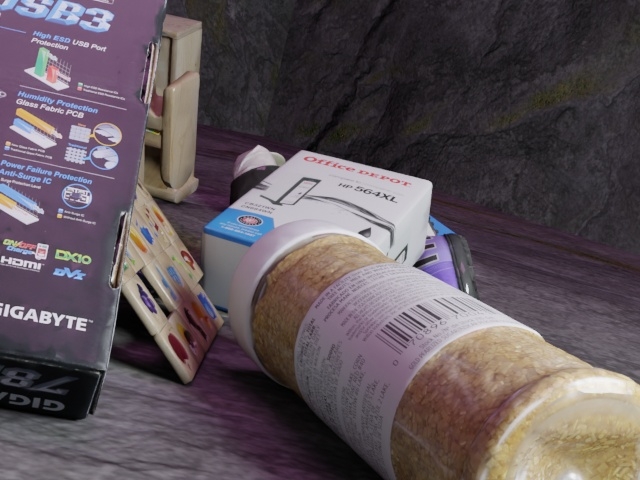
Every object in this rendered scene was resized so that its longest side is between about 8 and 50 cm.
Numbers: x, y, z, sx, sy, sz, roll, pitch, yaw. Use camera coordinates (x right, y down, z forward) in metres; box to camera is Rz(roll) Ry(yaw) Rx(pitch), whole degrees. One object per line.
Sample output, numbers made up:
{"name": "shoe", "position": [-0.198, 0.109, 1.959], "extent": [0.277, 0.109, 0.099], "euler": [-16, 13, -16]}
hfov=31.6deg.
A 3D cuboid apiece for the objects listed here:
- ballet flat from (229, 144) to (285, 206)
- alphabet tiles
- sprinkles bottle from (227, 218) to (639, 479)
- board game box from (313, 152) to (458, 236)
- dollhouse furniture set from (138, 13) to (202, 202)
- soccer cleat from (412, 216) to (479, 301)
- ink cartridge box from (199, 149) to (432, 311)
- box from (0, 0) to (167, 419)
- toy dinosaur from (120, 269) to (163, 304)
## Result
{"name": "ballet flat", "position": [-0.086, -0.091, 1.742], "extent": [0.095, 0.096, 0.280], "euler": [-27, -6, 13]}
{"name": "alphabet tiles", "position": [-0.139, -0.002, 0.862], "extent": [0.198, 0.009, 0.237], "euler": [56, 5, -5]}
{"name": "sprinkles bottle", "position": [0.053, 0.080, 0.685], "extent": [0.121, 0.121, 0.355], "euler": [10, 9, -25]}
{"name": "board game box", "position": [0.091, -0.055, 1.760], "extent": [0.210, 0.047, 0.160], "euler": [33, -4, -33]}
{"name": "dollhouse furniture set", "position": [-0.326, -0.136, 1.483], "extent": [0.362, 0.256, 0.394], "euler": [16, 29, 18]}
{"name": "soccer cleat", "position": [0.090, 0.037, 1.218], "extent": [0.116, 0.108, 0.318], "euler": [-11, 15, -6]}
{"name": "ink cartridge box", "position": [0.000, 0.000, 1.054], "extent": [0.148, 0.085, 0.203], "euler": [15, 31, 19]}
{"name": "box", "position": [-0.253, -0.062, 0.664], "extent": [0.296, 0.293, 0.073], "euler": [11, -36, -13]}
{"name": "toy dinosaur", "position": [-0.150, 0.041, 0.993], "extent": [0.082, 0.047, 0.090], "euler": [1, -21, -25]}
